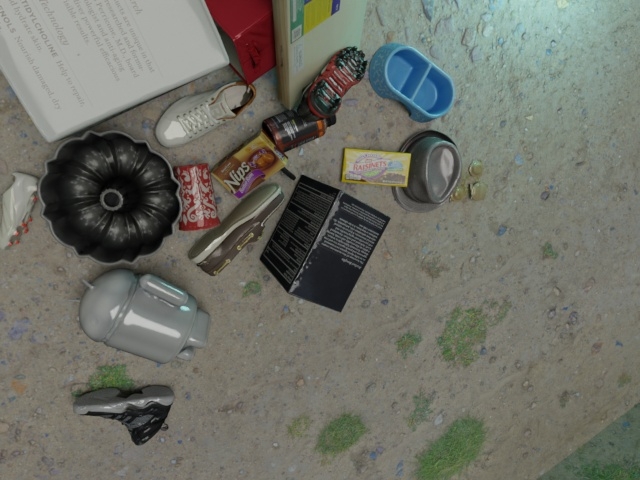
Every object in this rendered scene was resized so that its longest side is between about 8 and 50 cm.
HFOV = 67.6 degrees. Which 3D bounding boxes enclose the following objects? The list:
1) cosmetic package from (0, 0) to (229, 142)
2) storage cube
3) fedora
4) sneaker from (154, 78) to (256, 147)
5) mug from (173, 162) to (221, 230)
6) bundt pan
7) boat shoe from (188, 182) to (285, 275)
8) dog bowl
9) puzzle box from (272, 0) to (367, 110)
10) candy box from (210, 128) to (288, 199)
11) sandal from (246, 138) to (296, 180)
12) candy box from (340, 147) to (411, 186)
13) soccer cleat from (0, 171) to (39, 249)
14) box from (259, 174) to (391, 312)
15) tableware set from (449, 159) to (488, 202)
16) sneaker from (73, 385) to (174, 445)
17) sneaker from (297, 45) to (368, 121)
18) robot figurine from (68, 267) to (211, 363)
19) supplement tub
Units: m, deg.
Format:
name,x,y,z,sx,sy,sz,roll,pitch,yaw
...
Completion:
name,x,y,z,sx,sy,sz,roll,pitch,yaw
cosmetic package,-0.463,-0.444,1.021,0.394,0.329,0.327,-29,113,-13
storage cube,-0.170,-0.536,1.155,0.193,0.183,0.215,-39,77,-8
fedora,0.361,-0.211,1.522,0.244,0.124,0.275,7,102,-18
sneaker,-0.297,-0.335,1.233,0.290,0.123,0.105,-35,116,-8
mug,-0.352,-0.116,1.280,0.151,0.113,0.169,-10,105,-21
bundt pan,-0.505,-0.110,1.190,0.332,0.124,0.330,-2,104,-8
boat shoe,-0.221,-0.030,1.355,0.324,0.116,0.096,-42,120,-2
dog bowl,0.288,-0.477,1.453,0.298,0.074,0.165,27,93,-26
puzzle box,0.005,-0.527,1.157,0.272,0.409,0.052,-41,76,-17
candy box,-0.193,-0.204,1.299,0.187,0.053,0.109,-31,119,24
sandal,-0.144,-0.220,1.359,0.040,0.067,0.179,-46,119,8
candy box,0.170,-0.224,1.470,0.206,0.027,0.105,4,101,-4
soccer cleat,-0.745,-0.072,1.164,0.076,0.068,0.196,25,93,-11
box,0.000,0.000,1.349,0.183,0.296,0.293,26,95,-26
tableware set,0.505,-0.201,1.646,0.169,0.020,0.140,-8,105,-17
sneaker,-0.561,0.510,1.371,0.269,0.101,0.152,3,101,-25
sneaker,0.026,-0.407,1.258,0.098,0.135,0.276,44,59,-19
robot figurine,-0.473,0.200,1.268,0.354,0.199,0.300,29,121,-27
supplement tub,-0.056,-0.322,1.341,0.198,0.106,0.105,-25,112,-14
